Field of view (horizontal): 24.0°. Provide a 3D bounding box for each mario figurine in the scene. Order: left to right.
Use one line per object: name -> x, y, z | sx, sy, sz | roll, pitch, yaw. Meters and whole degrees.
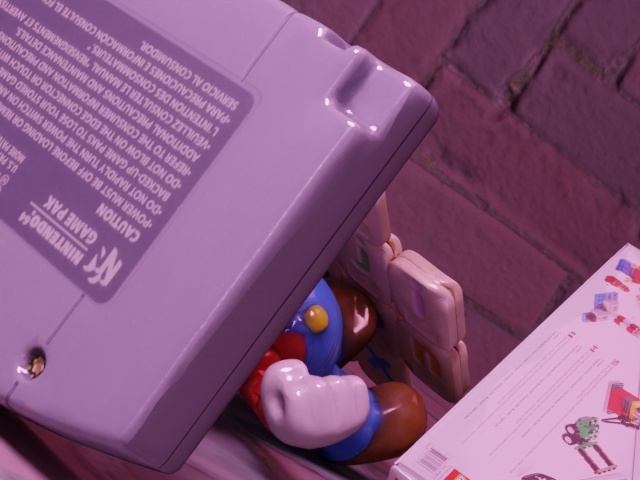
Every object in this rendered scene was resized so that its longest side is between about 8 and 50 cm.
mario figurine -> -0.014, 0.036, 0.904 | 0.198, 0.170, 0.320 | 21, -9, 29

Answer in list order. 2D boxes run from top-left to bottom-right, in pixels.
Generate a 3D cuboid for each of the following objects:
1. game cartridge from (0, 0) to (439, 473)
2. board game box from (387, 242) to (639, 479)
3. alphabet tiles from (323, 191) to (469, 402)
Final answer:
game cartridge -> -0.110, -0.040, 0.635 | 0.297, 0.198, 0.062 | 36, 2, 39
board game box -> 0.209, 0.137, 1.030 | 0.193, 0.305, 0.053 | 35, -42, 22
alphabet tiles -> 0.000, 0.000, 1.087 | 0.284, 0.021, 0.278 | 39, -22, 31
